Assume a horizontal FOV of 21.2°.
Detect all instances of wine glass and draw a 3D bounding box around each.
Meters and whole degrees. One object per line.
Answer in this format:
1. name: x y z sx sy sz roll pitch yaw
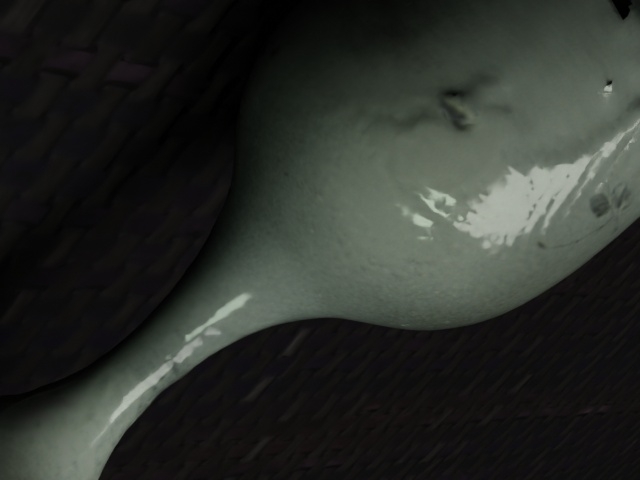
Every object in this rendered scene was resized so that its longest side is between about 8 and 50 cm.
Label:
1. wine glass: 0.000 0.000 0.583 0.321 0.143 0.143 -39 155 -2
